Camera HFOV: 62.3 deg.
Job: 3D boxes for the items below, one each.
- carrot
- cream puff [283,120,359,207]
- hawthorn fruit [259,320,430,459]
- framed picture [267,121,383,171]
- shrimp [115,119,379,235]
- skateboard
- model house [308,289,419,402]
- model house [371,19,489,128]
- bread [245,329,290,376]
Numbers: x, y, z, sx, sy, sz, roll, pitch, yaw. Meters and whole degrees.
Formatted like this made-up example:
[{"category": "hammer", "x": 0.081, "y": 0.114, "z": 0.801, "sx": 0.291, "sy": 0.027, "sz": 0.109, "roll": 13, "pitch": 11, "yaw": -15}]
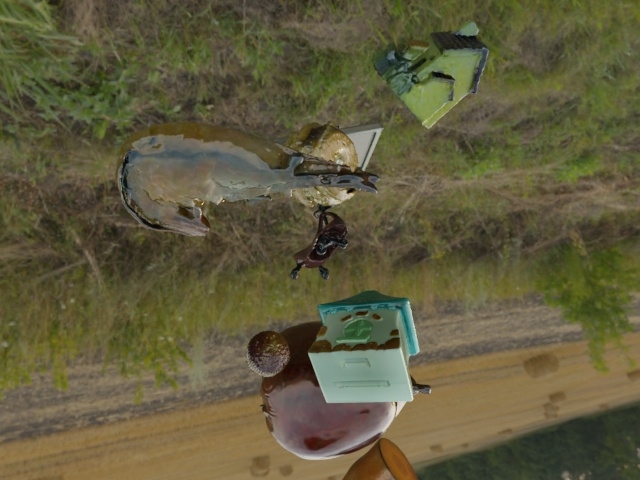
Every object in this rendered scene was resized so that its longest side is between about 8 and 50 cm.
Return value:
[{"category": "carrot", "x": 0.120, "y": 0.624, "z": 1.312, "sx": 0.225, "sy": 0.159, "sz": 0.159, "roll": -43, "pitch": 150, "yaw": 5}, {"category": "cream puff", "x": -0.008, "y": -0.107, "z": 0.756, "sx": 0.104, "sy": 0.119, "sz": 0.133, "roll": 6, "pitch": -160, "yaw": 42}, {"category": "hawthorn fruit", "x": 0.024, "y": 0.311, "z": 1.147, "sx": 0.325, "sy": 0.308, "sz": 0.308, "roll": -26, "pitch": 158, "yaw": -16}, {"category": "framed picture", "x": -0.033, "y": -0.132, "z": 0.903, "sx": 0.260, "sy": 0.023, "sz": 0.189, "roll": -11, "pitch": 167, "yaw": -6}, {"category": "shrimp", "x": -0.073, "y": -0.057, "z": 0.554, "sx": 0.262, "sy": 0.066, "sz": 0.117, "roll": 9, "pitch": 121, "yaw": -17}, {"category": "skateboard", "x": 0.000, "y": 0.000, "z": 0.860, "sx": 0.067, "sy": 0.080, "sz": 0.151, "roll": 3, "pitch": 146, "yaw": -25}, {"category": "model house", "x": 0.064, "y": 0.132, "z": 0.716, "sx": 0.127, "sy": 0.148, "sz": 0.100, "roll": -6, "pitch": 120, "yaw": 17}, {"category": "model house", "x": 0.242, "y": -0.373, "z": 1.103, "sx": 0.211, "sy": 0.193, "sz": 0.170, "roll": -37, "pitch": 113, "yaw": 21}, {"category": "bread", "x": -0.098, "y": 0.210, "z": 0.988, "sx": 0.085, "sy": 0.084, "sz": 0.053, "roll": -6, "pitch": 151, "yaw": -19}]
